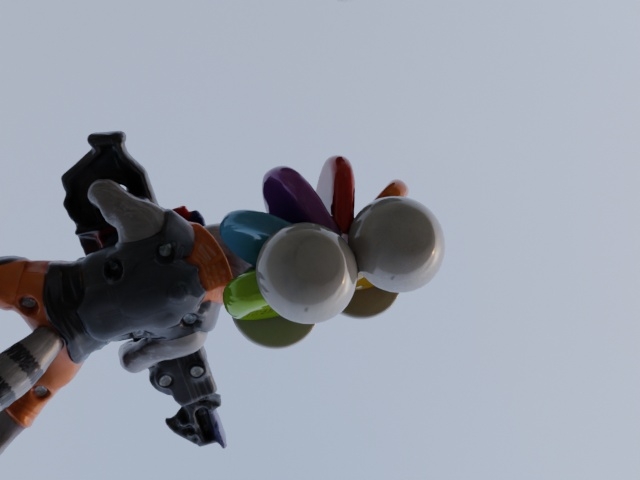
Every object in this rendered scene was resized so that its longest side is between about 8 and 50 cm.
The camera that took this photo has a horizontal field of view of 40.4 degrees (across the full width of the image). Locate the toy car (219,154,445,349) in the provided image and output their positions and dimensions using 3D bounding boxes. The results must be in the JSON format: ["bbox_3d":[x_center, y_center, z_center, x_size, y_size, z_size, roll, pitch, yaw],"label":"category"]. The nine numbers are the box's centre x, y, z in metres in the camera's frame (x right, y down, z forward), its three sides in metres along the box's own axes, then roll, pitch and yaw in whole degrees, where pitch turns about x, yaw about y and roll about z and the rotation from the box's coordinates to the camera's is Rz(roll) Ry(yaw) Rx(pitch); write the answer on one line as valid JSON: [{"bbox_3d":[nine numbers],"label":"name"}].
[{"bbox_3d":[0.000,0.000,0.695,0.182,0.159,0.136,-17,-101,-20],"label":"toy car"}]

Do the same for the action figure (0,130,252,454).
[{"bbox_3d":[-0.181,0.098,0.766,0.330,0.178,0.341,-28,-68,-10],"label":"action figure"}]

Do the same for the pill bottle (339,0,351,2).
[{"bbox_3d":[-0.072,-0.476,0.988,0.408,0.229,0.229,34,-112,-1],"label":"pill bottle"}]
